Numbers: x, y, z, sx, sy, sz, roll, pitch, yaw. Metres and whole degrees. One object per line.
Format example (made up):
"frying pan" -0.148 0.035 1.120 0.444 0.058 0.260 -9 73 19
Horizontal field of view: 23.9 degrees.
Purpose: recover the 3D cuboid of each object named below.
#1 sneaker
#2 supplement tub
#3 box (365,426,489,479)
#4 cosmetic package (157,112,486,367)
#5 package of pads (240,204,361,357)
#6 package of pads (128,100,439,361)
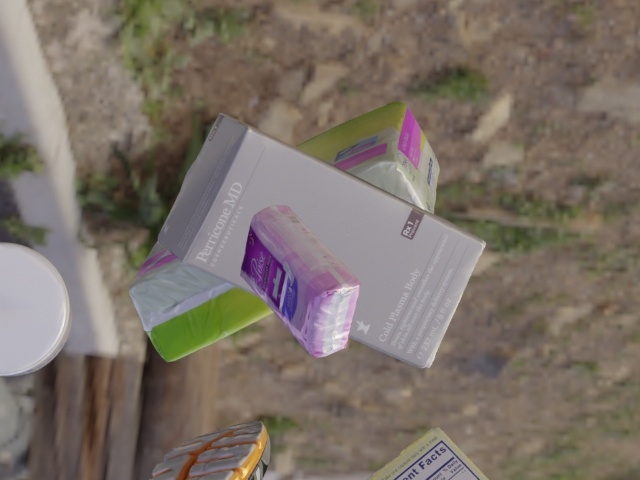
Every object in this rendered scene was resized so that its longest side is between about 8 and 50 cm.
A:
"sneaker" -0.079 0.209 1.059 0.084 0.215 0.083 -16 118 28
"supplement tub" -0.171 0.039 0.824 0.071 0.071 0.107 9 174 -7
"box" 0.128 0.323 1.326 0.243 0.117 0.213 46 157 21
"cosmetic package" 0.000 0.000 1.258 0.238 0.127 0.107 23 -177 -24
"package of pads" -0.012 0.022 0.866 0.032 0.083 0.050 -12 132 -33
"package of pads" -0.030 -0.017 1.486 0.297 0.229 0.101 -25 105 14
